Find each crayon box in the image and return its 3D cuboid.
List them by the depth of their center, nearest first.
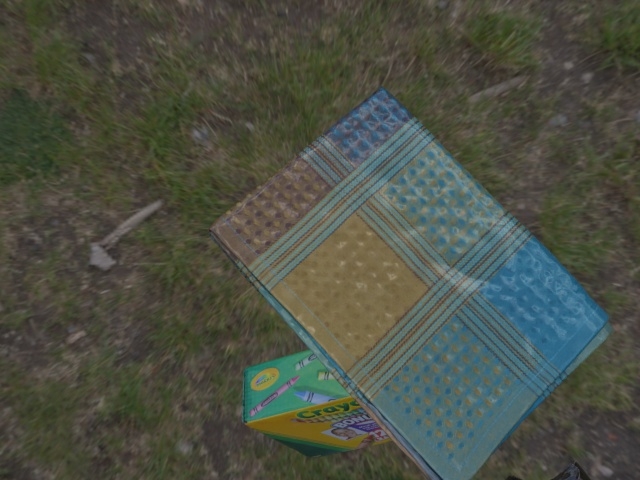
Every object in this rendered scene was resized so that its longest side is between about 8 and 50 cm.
[{"bbox_3d":[0.060,0.193,1.358,0.278,0.165,0.081,-18,55,27],"label":"crayon box"}]

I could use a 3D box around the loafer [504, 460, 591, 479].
[{"bbox_3d":[0.243,0.336,1.342,0.220,0.080,0.078,-18,73,-2],"label":"loafer"}]

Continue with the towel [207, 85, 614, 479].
[{"bbox_3d":[0.098,0.043,1.128,0.271,0.040,0.370,-40,80,-18],"label":"towel"}]
